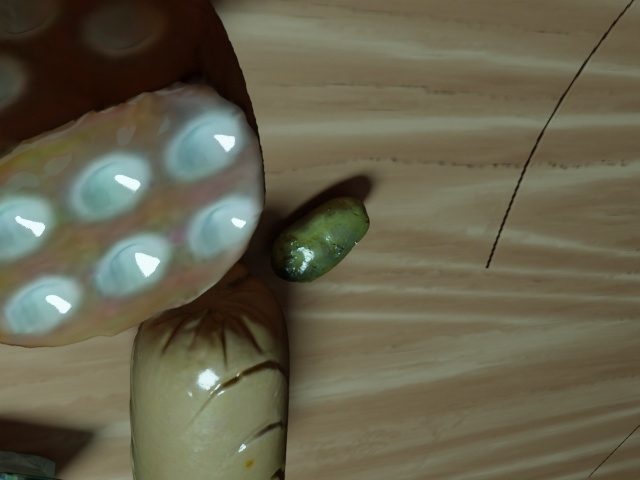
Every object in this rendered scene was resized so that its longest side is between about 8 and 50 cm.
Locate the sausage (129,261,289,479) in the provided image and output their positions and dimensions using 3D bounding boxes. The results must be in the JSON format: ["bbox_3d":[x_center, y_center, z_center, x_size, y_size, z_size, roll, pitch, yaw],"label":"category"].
[{"bbox_3d":[-0.083,0.141,1.126,0.121,0.121,0.304,-20,143,-23],"label":"sausage"}]

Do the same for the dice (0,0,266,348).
[{"bbox_3d":[-0.137,-0.058,0.792,0.175,0.179,0.174,-26,145,-18],"label":"dice"}]

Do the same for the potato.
[{"bbox_3d":[0.000,0.000,1.101,0.083,0.040,0.051,-36,151,2],"label":"potato"}]

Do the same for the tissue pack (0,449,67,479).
[{"bbox_3d":[-0.232,0.194,1.104,0.085,0.079,0.111,-14,159,35],"label":"tissue pack"}]
